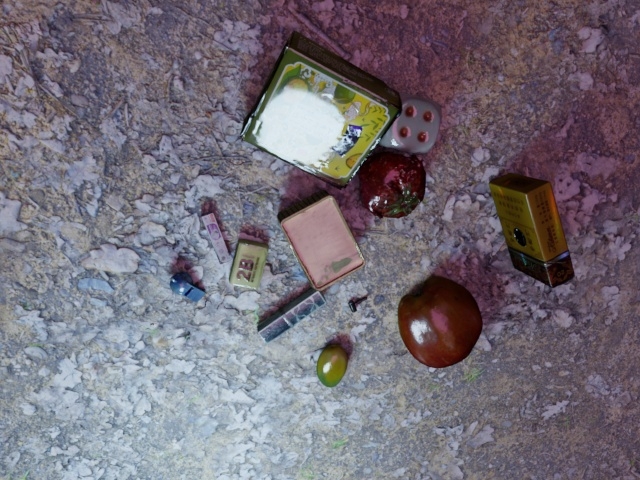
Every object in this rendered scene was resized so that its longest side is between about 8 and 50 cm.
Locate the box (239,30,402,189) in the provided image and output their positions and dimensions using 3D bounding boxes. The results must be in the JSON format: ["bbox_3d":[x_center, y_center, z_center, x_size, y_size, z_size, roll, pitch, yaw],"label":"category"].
[{"bbox_3d":[-0.004,-0.410,1.599,0.419,0.138,0.373,24,131,-17],"label":"box"}]

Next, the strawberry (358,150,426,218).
[{"bbox_3d":[0.251,-0.215,1.759,0.273,0.221,0.274,-23,145,-17],"label":"strawberry"}]

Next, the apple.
[{"bbox_3d":[0.494,0.339,2.017,0.365,0.295,0.329,51,53,-21],"label":"apple"}]

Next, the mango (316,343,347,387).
[{"bbox_3d":[0.047,0.519,1.990,0.130,0.092,0.195,-6,116,-13],"label":"mango"}]

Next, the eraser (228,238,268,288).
[{"bbox_3d":[-0.269,0.089,1.813,0.117,0.058,0.172,13,102,-16],"label":"eraser"}]

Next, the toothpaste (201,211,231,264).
[{"bbox_3d":[-0.381,-0.009,1.772,0.047,0.040,0.197,-21,109,-10],"label":"toothpaste"}]

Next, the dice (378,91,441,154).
[{"bbox_3d":[0.305,-0.414,1.723,0.191,0.194,0.194,8,105,-16],"label":"dice"}]

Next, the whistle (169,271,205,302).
[{"bbox_3d":[-0.499,0.165,1.783,0.090,0.090,0.158,-41,149,1],"label":"whistle"}]

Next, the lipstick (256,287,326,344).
[{"bbox_3d":[-0.111,0.287,1.893,0.289,0.076,0.078,-35,108,-3],"label":"lipstick"}]

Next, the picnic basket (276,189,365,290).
[{"bbox_3d":[0.000,0.000,1.788,0.227,0.175,0.313,-28,105,-2],"label":"picnic basket"}]

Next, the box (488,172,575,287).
[{"bbox_3d":[0.826,-0.042,1.902,0.115,0.264,0.416,-25,110,-6],"label":"box"}]

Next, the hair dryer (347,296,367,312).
[{"bbox_3d":[0.155,0.254,1.971,0.083,0.026,0.047,-30,112,-10],"label":"hair dryer"}]
